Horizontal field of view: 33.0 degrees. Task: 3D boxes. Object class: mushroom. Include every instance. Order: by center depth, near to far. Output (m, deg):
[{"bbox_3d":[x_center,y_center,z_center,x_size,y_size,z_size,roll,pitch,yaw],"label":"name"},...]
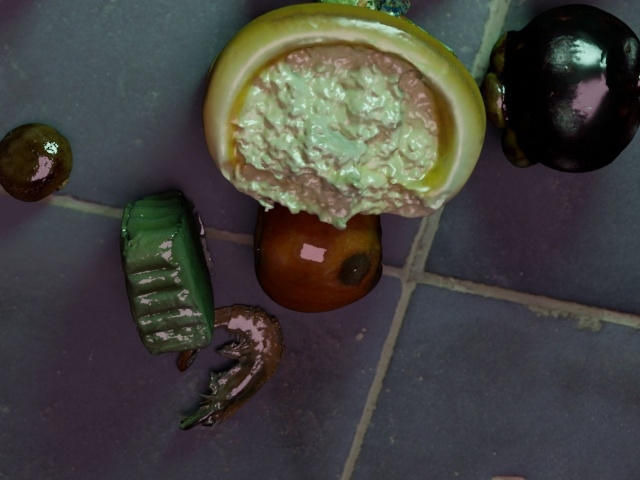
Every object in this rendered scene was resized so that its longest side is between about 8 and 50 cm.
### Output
[{"bbox_3d":[-0.451,-0.123,1.692,0.127,0.087,0.127,0,91,2],"label":"mushroom"}]

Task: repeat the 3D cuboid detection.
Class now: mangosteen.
[{"bbox_3d":[0.385,-0.243,1.742,0.233,0.288,0.287,-29,116,-31],"label":"mangosteen"}]

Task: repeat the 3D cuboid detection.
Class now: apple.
[{"bbox_3d":[0.000,0.000,1.745,0.230,0.230,0.229,-4,111,-10],"label":"apple"}]

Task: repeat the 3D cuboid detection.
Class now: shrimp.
[{"bbox_3d":[-0.174,0.217,1.883,0.253,0.058,0.173,-40,105,1],"label":"shrimp"}]

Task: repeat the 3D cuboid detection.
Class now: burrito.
[{"bbox_3d":[0.112,-0.351,1.725,0.288,0.054,0.104,30,113,-19],"label":"burrito"}]

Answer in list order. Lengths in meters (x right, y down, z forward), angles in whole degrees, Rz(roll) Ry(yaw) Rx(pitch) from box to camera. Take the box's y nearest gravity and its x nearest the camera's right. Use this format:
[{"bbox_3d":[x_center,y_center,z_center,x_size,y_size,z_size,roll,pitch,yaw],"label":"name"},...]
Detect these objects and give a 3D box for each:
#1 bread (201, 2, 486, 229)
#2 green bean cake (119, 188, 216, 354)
[{"bbox_3d":[0.031,-0.184,1.656,0.424,0.245,0.328,10,92,-8],"label":"bread"},{"bbox_3d":[-0.242,0.043,1.719,0.125,0.222,0.227,-7,113,2],"label":"green bean cake"}]
